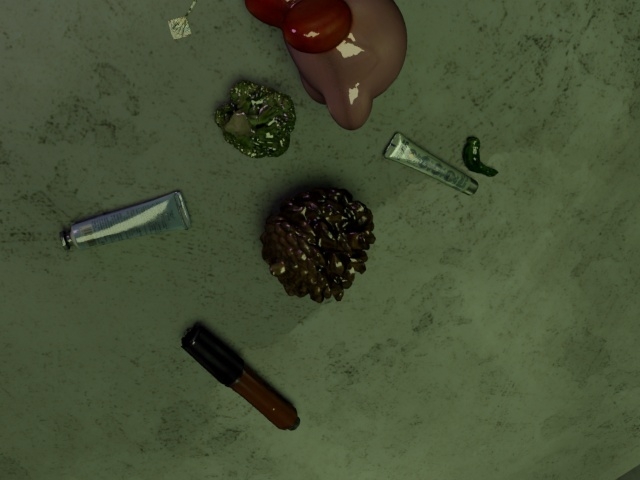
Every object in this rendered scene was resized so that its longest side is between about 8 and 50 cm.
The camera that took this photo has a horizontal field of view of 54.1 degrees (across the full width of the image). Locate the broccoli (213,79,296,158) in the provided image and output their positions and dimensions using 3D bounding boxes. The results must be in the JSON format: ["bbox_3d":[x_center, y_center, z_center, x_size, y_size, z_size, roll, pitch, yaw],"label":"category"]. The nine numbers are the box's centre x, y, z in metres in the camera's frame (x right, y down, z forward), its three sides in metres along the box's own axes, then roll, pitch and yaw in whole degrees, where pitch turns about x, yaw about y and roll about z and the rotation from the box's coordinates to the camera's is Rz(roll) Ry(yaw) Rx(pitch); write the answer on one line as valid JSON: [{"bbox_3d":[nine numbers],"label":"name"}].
[{"bbox_3d":[-0.128,-0.228,1.205,0.162,0.138,0.145,21,111,16],"label":"broccoli"}]

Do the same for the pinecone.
[{"bbox_3d":[-0.001,-0.003,1.300,0.257,0.243,0.243,-51,120,-9],"label":"pinecone"}]

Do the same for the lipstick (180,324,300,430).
[{"bbox_3d":[-0.185,0.350,1.540,0.077,0.077,0.418,-36,123,7],"label":"lipstick"}]

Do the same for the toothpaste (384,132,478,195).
[{"bbox_3d":[0.250,-0.162,1.388,0.239,0.039,0.062,23,106,-23],"label":"toothpaste"}]

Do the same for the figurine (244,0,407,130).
[{"bbox_3d":[0.042,-0.363,1.110,0.211,0.269,0.261,-38,130,1],"label":"figurine"}]

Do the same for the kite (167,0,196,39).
[{"bbox_3d":[-0.245,-0.399,1.146,0.078,0.002,0.044,-35,121,6],"label":"kite"}]

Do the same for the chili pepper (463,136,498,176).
[{"bbox_3d":[0.353,-0.178,1.409,0.056,0.035,0.118,-28,119,21],"label":"chili pepper"}]

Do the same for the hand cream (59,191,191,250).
[{"bbox_3d":[-0.399,-0.029,1.284,0.256,0.055,0.088,-15,113,-9],"label":"hand cream"}]
